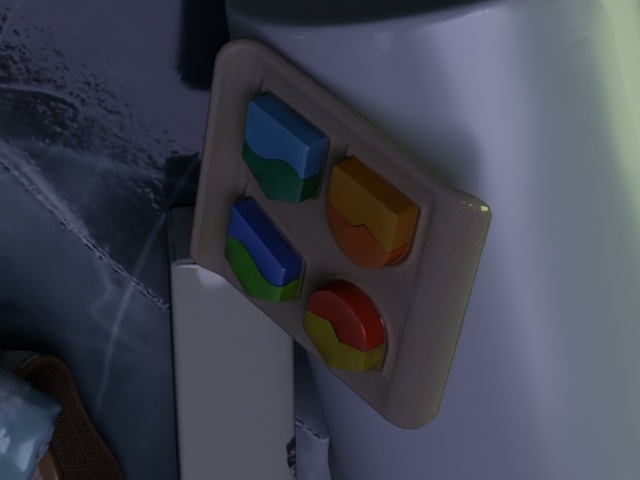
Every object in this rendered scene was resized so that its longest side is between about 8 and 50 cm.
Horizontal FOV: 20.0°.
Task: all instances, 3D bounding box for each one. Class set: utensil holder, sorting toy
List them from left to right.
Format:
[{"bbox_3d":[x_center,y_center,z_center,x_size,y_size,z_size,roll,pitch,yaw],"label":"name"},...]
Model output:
[{"bbox_3d":[0.000,0.000,1.128,0.038,0.208,0.193,-31,146,-39],"label":"sorting toy"},{"bbox_3d":[0.123,-0.024,1.265,0.328,0.327,0.385,-15,112,1],"label":"utensil holder"}]

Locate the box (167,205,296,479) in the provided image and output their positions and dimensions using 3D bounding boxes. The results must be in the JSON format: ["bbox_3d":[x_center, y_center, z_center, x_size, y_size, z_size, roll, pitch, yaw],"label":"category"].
[{"bbox_3d":[-0.068,0.116,1.420,0.094,0.113,0.275,-2,116,-5],"label":"box"}]

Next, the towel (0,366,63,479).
[{"bbox_3d":[-0.405,0.208,1.403,0.321,0.090,0.374,24,113,-5],"label":"towel"}]

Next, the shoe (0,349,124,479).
[{"bbox_3d":[-0.212,0.179,1.467,0.058,0.076,0.219,10,125,39],"label":"shoe"}]
